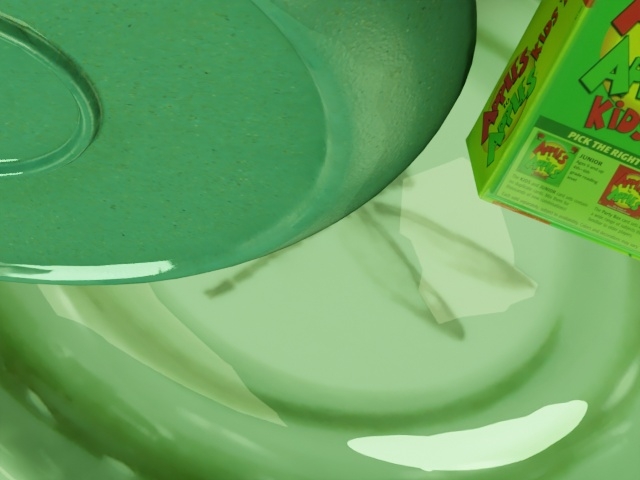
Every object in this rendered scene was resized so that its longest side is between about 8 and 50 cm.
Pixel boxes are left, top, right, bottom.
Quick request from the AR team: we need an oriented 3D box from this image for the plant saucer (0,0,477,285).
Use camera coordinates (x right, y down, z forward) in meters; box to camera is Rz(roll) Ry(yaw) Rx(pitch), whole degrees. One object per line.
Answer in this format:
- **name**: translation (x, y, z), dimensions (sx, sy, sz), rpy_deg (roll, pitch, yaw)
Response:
- **plant saucer**: translation (-0.114, -0.059, 0.515), dimensions (0.318, 0.043, 0.317), rpy_deg (6, 153, 3)

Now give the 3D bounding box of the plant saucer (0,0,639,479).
- **plant saucer**: translation (0.000, 0.000, 0.704), dimensions (0.401, 0.100, 0.400), rpy_deg (10, 130, 12)

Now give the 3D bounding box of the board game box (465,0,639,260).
- **board game box**: translation (0.148, -0.027, 0.540), dimensions (0.181, 0.043, 0.092), rpy_deg (21, 116, -13)
